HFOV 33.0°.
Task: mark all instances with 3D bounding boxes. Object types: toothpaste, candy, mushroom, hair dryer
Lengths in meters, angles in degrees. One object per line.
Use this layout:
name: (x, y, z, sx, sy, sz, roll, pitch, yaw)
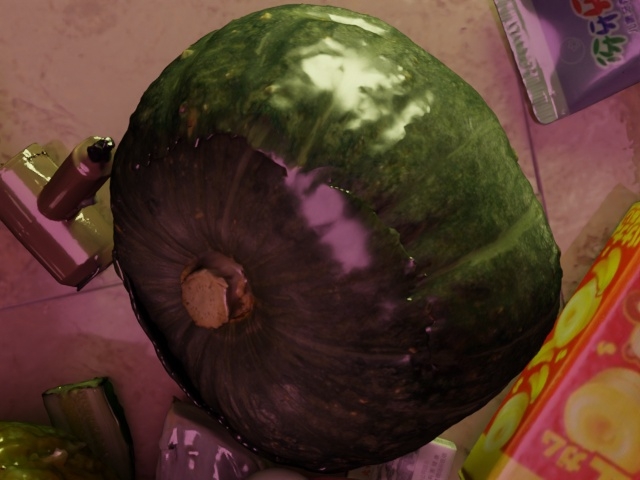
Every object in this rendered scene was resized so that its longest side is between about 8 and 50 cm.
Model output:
toothpaste: (0.327, -0.210, 0.845, 0.371, 0.080, 0.125, -19, 100, 11)
candy: (0.245, 0.118, 0.857, 0.146, 0.088, 0.276, 32, 89, -5)
mushroom: (-0.062, 0.298, 0.899, 0.109, 0.097, 0.351, -13, 101, -2)
hair dryer: (-0.188, -0.034, 0.821, 0.117, 0.182, 0.064, 49, 57, -6)

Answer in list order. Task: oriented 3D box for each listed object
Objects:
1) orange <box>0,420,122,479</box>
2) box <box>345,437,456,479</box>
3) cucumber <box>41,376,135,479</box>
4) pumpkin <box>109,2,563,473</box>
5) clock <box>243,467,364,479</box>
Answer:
orange: (-0.224, 0.270, 0.810, 0.301, 0.223, 0.300, 40, 138, 13)
box: (0.067, 0.187, 0.915, 0.083, 0.024, 0.054, 15, 99, -1)
cucumber: (-0.184, 0.168, 0.910, 0.067, 0.035, 0.107, -15, 98, 21)
pumpkin: (0.000, 0.000, 0.775, 0.327, 0.257, 0.291, 51, 131, 4)
clock: (-0.009, 0.226, 0.768, 0.162, 0.166, 0.092, 14, 57, -17)
